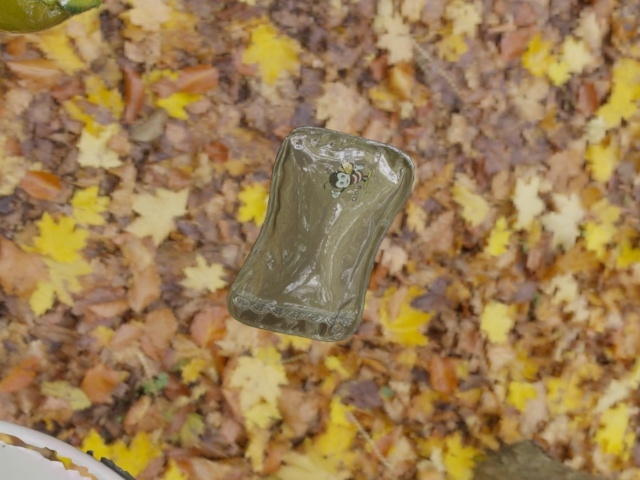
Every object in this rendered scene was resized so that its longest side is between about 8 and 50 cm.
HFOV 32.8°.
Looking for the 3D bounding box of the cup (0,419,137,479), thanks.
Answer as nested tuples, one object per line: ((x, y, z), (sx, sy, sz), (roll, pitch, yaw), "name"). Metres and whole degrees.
((-0.164, 0.229, 0.372), (0.253, 0.274, 0.253), (-1, 111, -2), "cup")

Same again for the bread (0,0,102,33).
((-0.180, -0.266, 0.456), (0.383, 0.112, 0.166), (73, 29, -46), "bread")

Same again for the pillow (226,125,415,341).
((0.000, 0.000, 0.975), (0.130, 0.033, 0.217), (14, 120, -13), "pillow")
